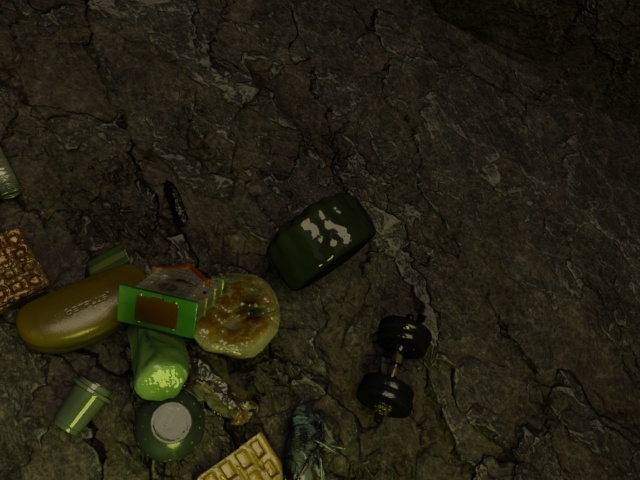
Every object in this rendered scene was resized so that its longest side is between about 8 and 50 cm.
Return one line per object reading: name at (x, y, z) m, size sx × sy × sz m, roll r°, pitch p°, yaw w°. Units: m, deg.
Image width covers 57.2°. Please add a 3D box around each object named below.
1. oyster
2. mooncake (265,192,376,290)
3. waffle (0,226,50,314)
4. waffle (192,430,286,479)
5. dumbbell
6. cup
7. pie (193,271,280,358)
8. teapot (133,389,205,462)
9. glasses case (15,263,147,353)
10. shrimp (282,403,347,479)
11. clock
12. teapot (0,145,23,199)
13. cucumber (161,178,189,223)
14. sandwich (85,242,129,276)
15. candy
oyster at (-0.337, 0.417, 1.716) m, size 0.337 × 0.133 × 0.198 m, roll 43°, pitch 67°, yaw 7°
mooncake at (0.000, 0.000, 1.911) m, size 0.356 × 0.356 × 0.194 m, roll -31°, pitch 83°, yaw -30°
waffle at (-0.945, 0.111, 1.633) m, size 0.308 × 0.091 × 0.213 m, roll -26°, pitch 84°, yaw -32°
waffle at (-0.205, 0.704, 1.673) m, size 0.247 × 0.055 × 0.221 m, roll -29°, pitch 79°, yaw -30°
dumbbell at (0.241, 0.408, 1.911) m, size 0.185 × 0.185 × 0.388 m, roll 27°, pitch 59°, yaw -7°
cup at (-0.650, 0.450, 1.598) m, size 0.120 × 0.120 × 0.141 m, roll 32°, pitch 73°, yaw -4°
pie at (-0.267, 0.220, 1.806) m, size 0.337 × 0.075 × 0.338 m, roll 11°, pitch 41°, yaw -10°
teapot at (-0.410, 0.502, 1.576) m, size 0.183 × 0.251 × 0.184 m, roll 8°, pitch 65°, yaw -16°
glasses case at (-0.665, 0.200, 1.683) m, size 0.371 × 0.141 × 0.173 m, roll -25°, pitch 78°, yaw -28°
shrimp at (-0.024, 0.625, 1.678) m, size 0.137 × 0.172 × 0.372 m, roll 40°, pitch 28°, yaw -35°
clock at (-0.412, 0.156, 1.667) m, size 0.219 × 0.106 × 0.255 m, roll 13°, pitch 17°, yaw 6°
teapot at (-0.998, -0.217, 1.787) m, size 0.107 × 0.077 × 0.200 m, roll -27°, pitch 78°, yaw -25°
cucumber at (-0.482, -0.126, 1.959) m, size 0.053 × 0.053 × 0.182 m, roll -16°, pitch 72°, yaw -26°
sandwich at (-0.649, 0.066, 1.789) m, size 0.116 × 0.074 × 0.074 m, roll -18°, pitch 73°, yaw -27°
candy at (-0.444, 0.302, 1.598) m, size 0.142 × 0.343 × 0.132 m, roll 35°, pitch 94°, yaw -27°
